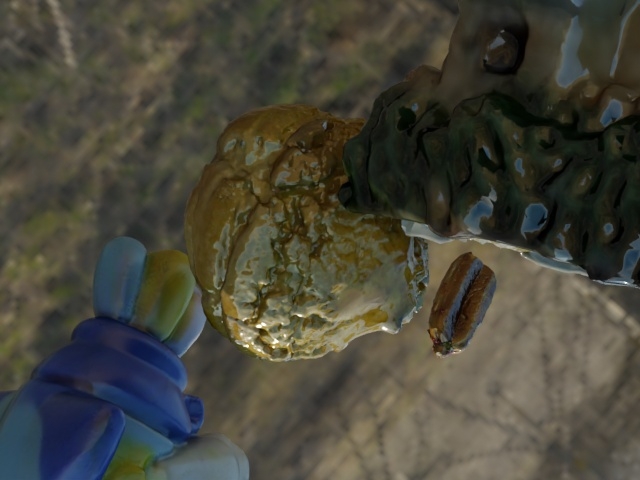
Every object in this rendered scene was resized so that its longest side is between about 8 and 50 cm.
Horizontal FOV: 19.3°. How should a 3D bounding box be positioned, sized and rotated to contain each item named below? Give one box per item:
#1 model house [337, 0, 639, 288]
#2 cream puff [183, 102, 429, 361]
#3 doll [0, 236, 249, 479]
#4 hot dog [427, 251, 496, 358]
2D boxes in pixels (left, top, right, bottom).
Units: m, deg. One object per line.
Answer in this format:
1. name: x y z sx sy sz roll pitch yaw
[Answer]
1. model house: 0.307 -0.139 1.128 0.395 0.445 0.400 16 90 -40
2. cream puff: 0.000 0.000 1.264 0.189 0.129 0.189 -21 118 -44
3. doll: -0.146 0.208 1.414 0.187 0.366 0.376 -17 -161 28
4. hot dog: 0.142 0.068 1.931 0.038 0.062 0.144 -34 -162 39
